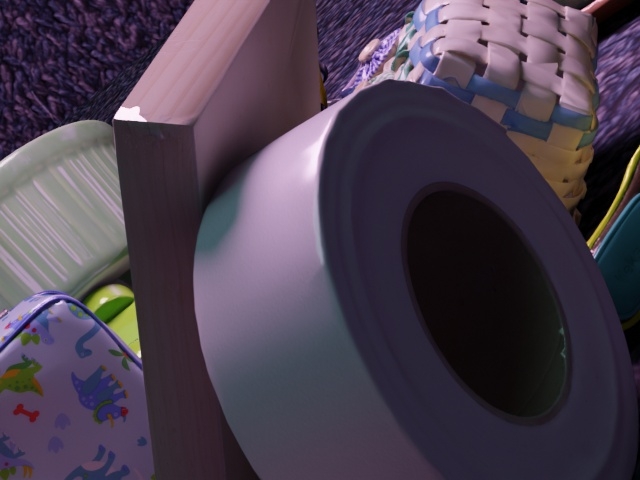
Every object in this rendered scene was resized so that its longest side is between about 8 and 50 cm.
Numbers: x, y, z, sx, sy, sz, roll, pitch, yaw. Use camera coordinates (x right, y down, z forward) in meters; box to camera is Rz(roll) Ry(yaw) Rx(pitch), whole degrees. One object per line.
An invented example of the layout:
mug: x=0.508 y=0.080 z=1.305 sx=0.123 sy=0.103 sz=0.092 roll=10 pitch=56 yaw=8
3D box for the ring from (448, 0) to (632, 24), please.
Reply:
ring: x=0.206 y=-0.199 z=1.542 sx=0.337 sy=0.032 sz=0.336 roll=-28 pitch=-10 yaw=-5

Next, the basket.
basket: x=0.099 y=-0.046 z=1.375 sx=0.255 sy=0.201 sz=0.289 roll=-77 pitch=3 yaw=-60

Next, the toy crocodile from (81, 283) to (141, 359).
toy crocodile: x=-0.221 y=0.151 z=1.719 sx=0.340 sy=0.105 sz=0.115 roll=-42 pitch=48 yaw=-7

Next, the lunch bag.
lunch bag: x=-0.206 y=0.161 z=1.442 sx=0.176 sy=0.219 sz=0.090 roll=-46 pitch=17 yaw=-13

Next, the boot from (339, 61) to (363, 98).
boot: x=0.101 y=-0.184 z=1.852 sx=0.069 sy=0.086 sz=0.190 roll=-16 pitch=30 yaw=54

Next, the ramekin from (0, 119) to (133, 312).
ramekin: x=-0.277 y=0.035 z=1.848 sx=0.303 sy=0.148 sz=0.303 roll=-42 pitch=-13 yaw=-12

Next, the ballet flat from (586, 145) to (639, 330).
ballet flat: x=0.232 y=-0.024 z=1.220 sx=0.231 sy=0.077 sz=0.077 roll=-50 pitch=-2 yaw=-20

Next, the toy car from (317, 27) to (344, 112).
toy car: x=-0.007 y=-0.073 z=1.482 sx=0.053 sy=0.239 sz=0.225 roll=-8 pitch=9 yaw=7

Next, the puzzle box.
puzzle box: x=-0.053 y=0.034 z=1.194 sx=0.052 sy=0.409 sz=0.272 roll=5 pitch=33 yaw=12

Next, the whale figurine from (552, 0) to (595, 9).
whale figurine: x=0.239 y=-0.269 z=1.709 sx=0.216 sy=0.141 sz=0.272 roll=-3 pitch=-38 yaw=-43

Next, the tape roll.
tape roll: x=0.061 y=0.052 z=1.029 sx=0.100 sy=0.286 sz=0.286 roll=-30 pitch=20 yaw=35
